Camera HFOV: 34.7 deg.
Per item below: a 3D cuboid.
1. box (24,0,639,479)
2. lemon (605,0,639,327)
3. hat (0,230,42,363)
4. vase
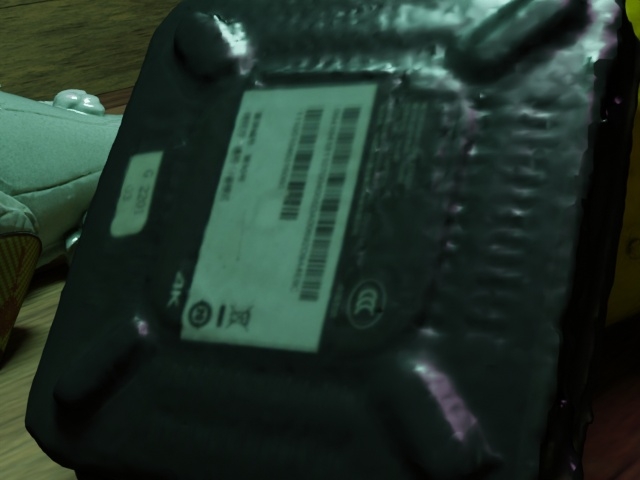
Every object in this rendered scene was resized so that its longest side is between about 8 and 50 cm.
[{"bbox_3d":[0.000,0.000,0.612,0.350,0.359,0.091,3,-20,30],"label":"box"},{"bbox_3d":[0.161,-0.073,0.799,0.336,0.336,0.336,-7,17,2],"label":"lemon"},{"bbox_3d":[-0.308,0.081,0.897,0.193,0.082,0.193,-36,-8,-6],"label":"hat"},{"bbox_3d":[-0.336,-0.070,1.132,0.446,0.249,0.250,-8,16,-25],"label":"vase"}]
